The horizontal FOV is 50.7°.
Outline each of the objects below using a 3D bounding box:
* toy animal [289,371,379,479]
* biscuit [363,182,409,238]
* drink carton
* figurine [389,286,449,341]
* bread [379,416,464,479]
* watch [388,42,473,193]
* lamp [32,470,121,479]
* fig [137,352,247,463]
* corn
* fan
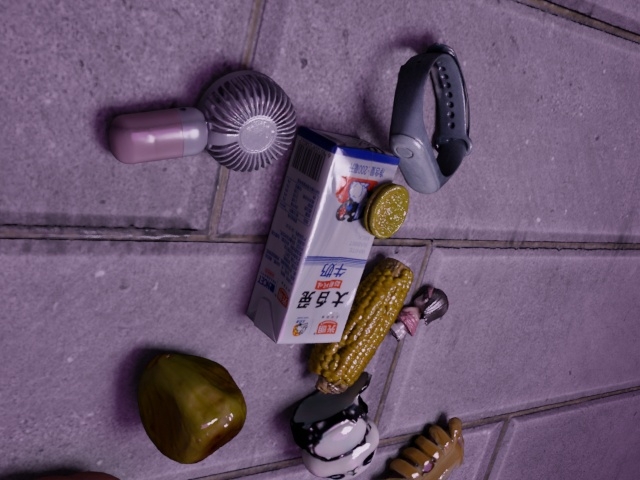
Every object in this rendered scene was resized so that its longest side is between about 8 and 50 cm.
[{"bbox_3d":[0.038,0.341,1.197,0.166,0.138,0.179,-20,119,-7],"label":"toy animal"},{"bbox_3d":[0.097,-0.043,0.982,0.084,0.023,0.084,-26,129,-36],"label":"biscuit"},{"bbox_3d":[0.000,0.000,1.019,0.130,0.106,0.315,6,109,-36],"label":"drink carton"},{"bbox_3d":[0.188,0.141,1.260,0.129,0.054,0.072,-40,134,-11],"label":"figurine"},{"bbox_3d":[0.220,0.473,1.432,0.225,0.081,0.134,-38,134,-17],"label":"bread"},{"bbox_3d":[0.175,-0.183,1.048,0.206,0.068,0.193,51,57,-48],"label":"watch"},{"bbox_3d":[-0.348,0.474,0.921,0.305,0.239,0.305,20,56,-34],"label":"lamp"},{"bbox_3d":[-0.192,0.236,0.980,0.165,0.144,0.154,45,48,-20],"label":"fig"},{"bbox_3d":[0.067,0.147,1.151,0.097,0.097,0.262,32,91,-41],"label":"corn"},{"bbox_3d":[-0.148,-0.145,0.869,0.244,0.074,0.130,-11,130,-25],"label":"fan"}]
